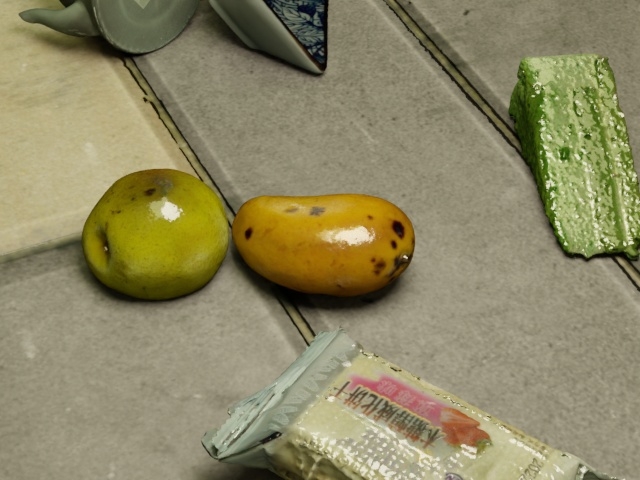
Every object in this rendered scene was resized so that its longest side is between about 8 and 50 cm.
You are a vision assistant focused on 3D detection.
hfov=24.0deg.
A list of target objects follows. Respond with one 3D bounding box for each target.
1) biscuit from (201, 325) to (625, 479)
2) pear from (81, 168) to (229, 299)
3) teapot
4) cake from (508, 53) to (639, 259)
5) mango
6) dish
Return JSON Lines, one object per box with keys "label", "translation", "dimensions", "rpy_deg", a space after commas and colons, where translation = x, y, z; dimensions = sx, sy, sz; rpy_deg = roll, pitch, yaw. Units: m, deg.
{"label": "biscuit", "translation": [0.075, 0.188, 1.253], "dimensions": [0.309, 0.079, 0.186], "rpy_deg": [29, 47, 21]}
{"label": "pear", "translation": [-0.156, -0.017, 1.432], "dimensions": [0.141, 0.104, 0.141], "rpy_deg": [5, 41, -4]}
{"label": "teapot", "translation": [-0.231, -0.315, 1.709], "dimensions": [0.149, 0.162, 0.239], "rpy_deg": [25, 64, 37]}
{"label": "cake", "translation": [0.268, -0.092, 1.549], "dimensions": [0.100, 0.099, 0.235], "rpy_deg": [-4, 45, -6]}
{"label": "mango", "translation": [0.001, 0.002, 1.434], "dimensions": [0.178, 0.090, 0.115], "rpy_deg": [5, 34, 5]}
{"label": "dish", "translation": [-0.071, -0.305, 1.732], "dimensions": [0.080, 0.182, 0.243], "rpy_deg": [-27, 36, 23]}
